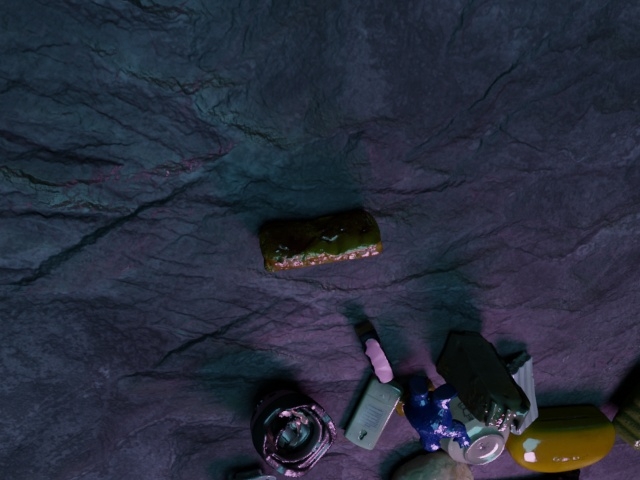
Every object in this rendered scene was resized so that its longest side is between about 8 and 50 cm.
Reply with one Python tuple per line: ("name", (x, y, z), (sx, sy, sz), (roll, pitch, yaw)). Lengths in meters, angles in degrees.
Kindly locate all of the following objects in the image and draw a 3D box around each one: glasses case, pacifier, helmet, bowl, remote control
("glasses case", (0.755, 0.636, 1.695), (0.371, 0.141, 0.173), (1, 117, -14))
("pacifier", (-0.197, 0.719, 1.520), (0.150, 0.116, 0.126), (-5, 143, -15))
("helmet", (-0.087, 0.492, 1.412), (0.198, 0.154, 0.253), (-47, 138, -10))
("bowl", (0.467, 0.583, 1.608), (0.238, 0.126, 0.237), (-6, 119, -12))
("remote control", (0.150, 0.486, 1.511), (0.098, 0.038, 0.233), (25, 110, 8))

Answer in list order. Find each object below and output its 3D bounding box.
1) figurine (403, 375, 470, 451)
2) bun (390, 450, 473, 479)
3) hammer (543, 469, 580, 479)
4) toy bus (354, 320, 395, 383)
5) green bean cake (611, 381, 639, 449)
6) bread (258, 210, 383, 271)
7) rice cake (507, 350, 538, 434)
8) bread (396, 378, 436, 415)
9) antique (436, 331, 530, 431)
("figurine", (0.292, 0.484, 1.429), (0.121, 0.164, 0.262), (-45, 127, -39))
("bun", (0.361, 0.796, 1.677), (0.287, 0.146, 0.287), (-7, 121, -11))
("hammer", (0.681, 0.873, 1.829), (0.409, 0.095, 0.242), (2, 116, -12))
("toy bus", (0.144, 0.296, 1.410), (0.057, 0.072, 0.172), (-25, 118, -2))
("green bean cake", (1.074, 0.540, 1.711), (0.222, 0.125, 0.248), (1, 114, -30))
("bread", (0.000, 0.001, 1.190), (0.271, 0.139, 0.077), (-7, 128, -8))
("rice cake", (0.595, 0.452, 1.579), (0.127, 0.043, 0.237), (-26, 114, -36))
("bread", (0.270, 0.450, 1.530), (0.132, 0.053, 0.074), (-19, 118, -4))
("antique", (0.428, 0.378, 1.401), (0.125, 0.284, 0.150), (7, 113, -17))
